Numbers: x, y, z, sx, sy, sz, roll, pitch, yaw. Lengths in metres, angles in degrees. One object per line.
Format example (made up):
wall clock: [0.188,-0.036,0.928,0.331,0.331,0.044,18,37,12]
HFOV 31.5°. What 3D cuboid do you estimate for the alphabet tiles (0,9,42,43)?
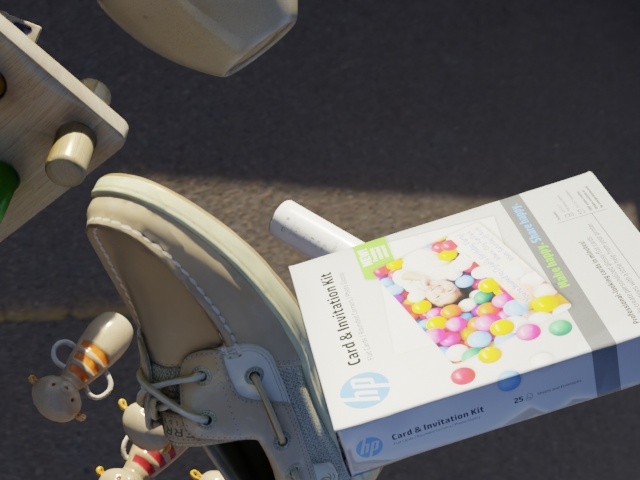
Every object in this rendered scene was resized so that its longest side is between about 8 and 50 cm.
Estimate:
alphabet tiles: [-0.576,-0.206,1.755,0.285,0.011,0.343,21,84,5]

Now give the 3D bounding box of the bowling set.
bowling set: [-0.123,0.178,1.047,0.287,0.200,0.154,43,51,-8]

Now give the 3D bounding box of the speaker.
speaker: [0.000,0.000,1.504,0.055,0.136,0.055,-44,151,-32]

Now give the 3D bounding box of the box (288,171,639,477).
box: [0.085,0.038,0.604,0.145,0.186,0.038,-108,180,-56]

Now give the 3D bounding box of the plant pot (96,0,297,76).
plant pot: [-0.140,-0.342,1.575,0.191,0.284,0.284,52,48,-2]

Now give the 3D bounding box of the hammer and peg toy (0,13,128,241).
hammer and peg toy: [-0.388,-0.085,1.031,0.266,0.361,0.127,42,31,-28]

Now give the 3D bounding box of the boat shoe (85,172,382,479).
boat shoe: [-0.062,0.089,0.721,0.098,0.109,0.302,-51,128,-27]
